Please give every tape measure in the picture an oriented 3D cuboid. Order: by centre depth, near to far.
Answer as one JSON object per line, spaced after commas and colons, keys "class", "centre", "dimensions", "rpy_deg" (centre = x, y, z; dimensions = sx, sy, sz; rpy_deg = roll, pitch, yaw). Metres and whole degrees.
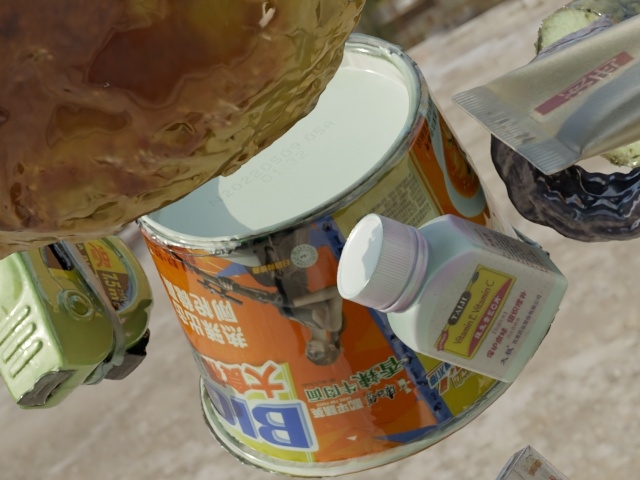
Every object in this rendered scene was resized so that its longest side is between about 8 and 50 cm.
{"class": "tape measure", "centre": [-0.203, 0.043, 1.298], "dimensions": [0.154, 0.177, 0.087], "rpy_deg": [2, -38, -50]}

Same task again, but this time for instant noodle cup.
{"class": "instant noodle cup", "centre": [0.000, 0.000, 1.234], "dimensions": [0.296, 0.214, 0.296], "rpy_deg": [-17, 39, 14]}

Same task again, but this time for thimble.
{"class": "thimble", "centre": [0.197, -0.076, 1.183], "dimensions": [0.150, 0.150, 0.098], "rpy_deg": [-25, 12, 25]}

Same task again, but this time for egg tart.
{"class": "egg tart", "centre": [-0.178, -0.188, 0.817], "dimensions": [0.443, 0.443, 0.178], "rpy_deg": [-28, 36, 14]}

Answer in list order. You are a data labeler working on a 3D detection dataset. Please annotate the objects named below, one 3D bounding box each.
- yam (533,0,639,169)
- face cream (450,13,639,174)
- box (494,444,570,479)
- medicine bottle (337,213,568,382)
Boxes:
{"class": "yam", "centre": [0.344, -0.183, 1.418], "dimensions": [0.304, 0.168, 0.168], "rpy_deg": [-27, 10, -18]}
{"class": "face cream", "centre": [0.255, -0.121, 0.984], "dimensions": [0.341, 0.084, 0.137], "rpy_deg": [-21, 28, -10]}
{"class": "box", "centre": [0.178, 0.207, 1.228], "dimensions": [0.050, 0.117, 0.036], "rpy_deg": [-47, -2, -32]}
{"class": "medicine bottle", "centre": [0.073, 0.027, 0.960], "dimensions": [0.074, 0.118, 0.055], "rpy_deg": [-62, 23, 17]}
